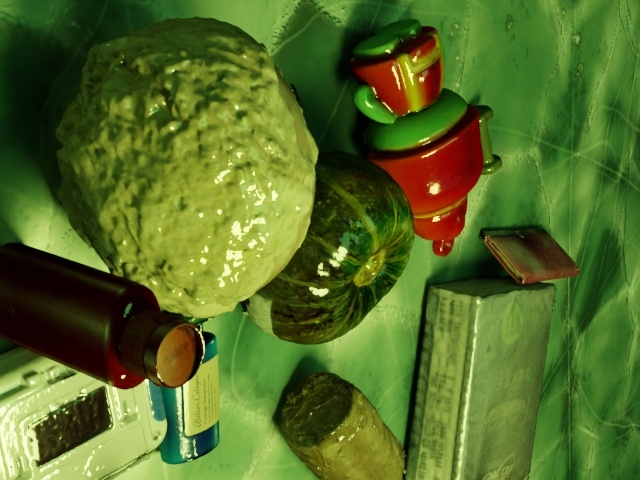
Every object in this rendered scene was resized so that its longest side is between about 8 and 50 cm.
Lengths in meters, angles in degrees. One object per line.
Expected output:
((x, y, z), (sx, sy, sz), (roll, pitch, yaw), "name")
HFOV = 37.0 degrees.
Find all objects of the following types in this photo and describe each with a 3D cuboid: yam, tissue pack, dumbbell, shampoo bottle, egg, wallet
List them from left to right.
((-0.219, 0.075, 0.898), (0.064, 0.260, 0.102), (-4, 105, -51), "shampoo bottle")
((-0.161, 0.177, 1.167), (0.087, 0.050, 0.183), (-17, 113, -44), "shampoo bottle")
((-0.130, -0.069, 0.972), (0.279, 0.279, 0.310), (-33, 121, -41), "egg")
((0.033, 0.291, 1.382), (0.238, 0.128, 0.129), (57, 23, -49), "yam")
((0.280, 0.266, 1.678), (0.288, 0.124, 0.394), (-2, 102, -50), "tissue pack")
((0.272, -0.168, 1.603), (0.052, 0.046, 0.118), (-40, 129, -30), "dumbbell")
((0.389, 0.027, 1.757), (0.232, 0.119, 0.025), (-3, 140, -50), "wallet")

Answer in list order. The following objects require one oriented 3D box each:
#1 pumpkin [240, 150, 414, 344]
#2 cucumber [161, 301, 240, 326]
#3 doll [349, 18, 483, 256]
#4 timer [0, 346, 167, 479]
((-0.003, -0.001, 1.218), (0.260, 0.189, 0.260), (-43, 154, -28), "pumpkin")
((-0.146, 0.081, 1.108), (0.184, 0.033, 0.036), (-24, 82, -8), "cucumber")
((0.150, -0.131, 1.371), (0.182, 0.160, 0.363), (-42, 131, -37), "doll")
((-0.276, 0.191, 1.002), (0.253, 0.078, 0.178), (-26, 121, -39), "timer")
